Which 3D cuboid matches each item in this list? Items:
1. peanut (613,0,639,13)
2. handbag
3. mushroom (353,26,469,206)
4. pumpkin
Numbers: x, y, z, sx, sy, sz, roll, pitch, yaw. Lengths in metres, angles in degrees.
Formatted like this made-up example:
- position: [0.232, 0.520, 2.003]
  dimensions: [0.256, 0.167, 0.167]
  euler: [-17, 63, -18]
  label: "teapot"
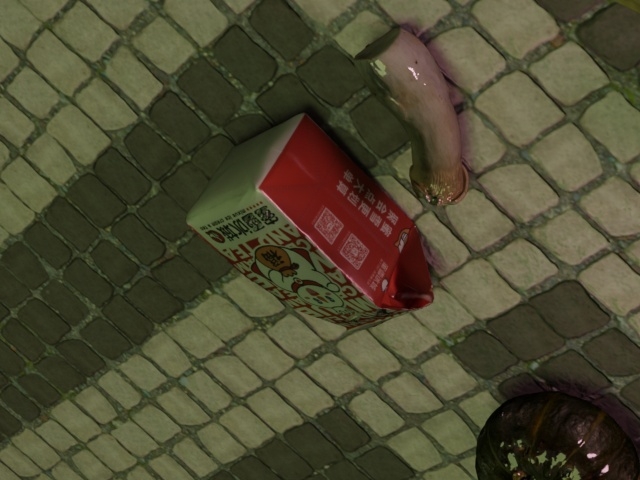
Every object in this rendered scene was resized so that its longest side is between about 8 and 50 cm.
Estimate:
- position: [0.285, -0.293, 1.381]
  dimensions: [0.313, 0.152, 0.152]
  euler: [28, 139, 5]
  label: "peanut"
- position: [0.000, 0.000, 1.859]
  dimensions: [0.298, 0.151, 0.171]
  euler: [44, 143, -21]
  label: "handbag"
- position: [0.115, -0.138, 1.693]
  dimensions: [0.092, 0.081, 0.223]
  euler: [-17, 121, 22]
  label: "mushroom"
- position: [0.307, 0.301, 1.922]
  dimensions: [0.224, 0.157, 0.223]
  euler: [18, 126, 26]
  label: "pumpkin"
